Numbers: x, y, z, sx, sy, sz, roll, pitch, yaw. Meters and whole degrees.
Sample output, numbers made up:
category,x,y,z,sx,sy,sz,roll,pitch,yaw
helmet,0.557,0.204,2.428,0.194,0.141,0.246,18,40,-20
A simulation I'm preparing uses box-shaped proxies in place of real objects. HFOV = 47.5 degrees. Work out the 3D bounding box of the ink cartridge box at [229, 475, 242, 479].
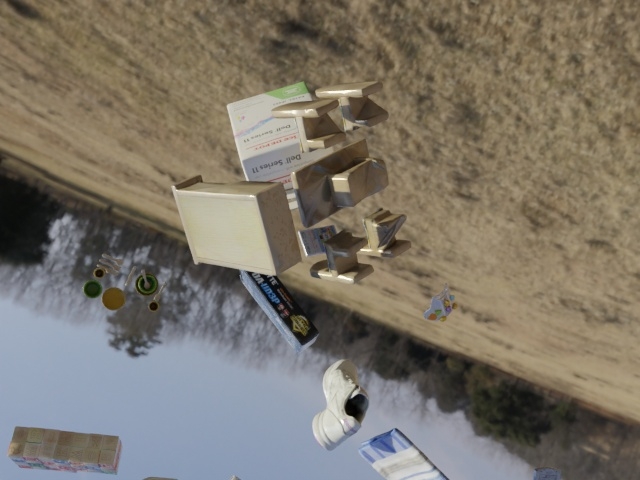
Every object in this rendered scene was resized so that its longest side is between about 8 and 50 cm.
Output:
category,x,y,z,sx,sy,sz,roll,pitch,yaw
ink cartridge box,-0.186,0.825,2.207,0.225,0.056,0.181,27,144,18

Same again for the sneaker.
category,x,y,z,sx,sy,sz,roll,pitch,yaw
sneaker,0.077,0.408,1.879,0.114,0.152,0.305,46,-153,-17

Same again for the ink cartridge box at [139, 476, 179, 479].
category,x,y,z,sx,sy,sz,roll,pitch,yaw
ink cartridge box,-0.322,0.539,1.448,0.189,0.066,0.232,25,174,40

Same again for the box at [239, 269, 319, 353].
category,x,y,z,sx,sy,sz,roll,pitch,yaw
box,-0.092,0.137,1.562,0.220,0.051,0.175,52,167,10

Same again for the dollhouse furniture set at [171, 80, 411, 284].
category,x,y,z,sx,sy,sz,roll,pitch,yaw
dollhouse furniture set,-0.052,-0.092,1.473,0.257,0.362,0.394,8,-152,44

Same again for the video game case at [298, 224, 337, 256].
category,x,y,z,sx,sy,sz,roll,pitch,yaw
video game case,0.000,0.000,2.261,0.122,0.087,0.011,-11,157,-21

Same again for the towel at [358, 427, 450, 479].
category,x,y,z,sx,sy,sz,roll,pitch,yaw
towel,0.236,0.597,1.819,0.285,0.034,0.209,46,144,2

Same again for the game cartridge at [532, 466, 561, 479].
category,x,y,z,sx,sy,sz,roll,pitch,yaw
game cartridge,0.597,0.626,1.919,0.083,0.055,0.017,8,-175,-20

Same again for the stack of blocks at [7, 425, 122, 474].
category,x,y,z,sx,sy,sz,roll,pitch,yaw
stack of blocks,-0.745,0.626,2.148,0.297,0.087,0.171,7,151,-5

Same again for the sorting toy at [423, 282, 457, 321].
category,x,y,z,sx,sy,sz,roll,pitch,yaw
sorting toy,0.266,0.132,1.598,0.045,0.083,0.075,29,153,35

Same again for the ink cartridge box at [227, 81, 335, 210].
category,x,y,z,sx,sy,sz,roll,pitch,yaw
ink cartridge box,-0.083,-0.215,1.655,0.353,0.207,0.119,-111,4,-52

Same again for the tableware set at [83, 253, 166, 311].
category,x,y,z,sx,sy,sz,roll,pitch,yaw
tableware set,-0.398,0.099,1.487,0.154,0.104,0.024,28,166,-18
